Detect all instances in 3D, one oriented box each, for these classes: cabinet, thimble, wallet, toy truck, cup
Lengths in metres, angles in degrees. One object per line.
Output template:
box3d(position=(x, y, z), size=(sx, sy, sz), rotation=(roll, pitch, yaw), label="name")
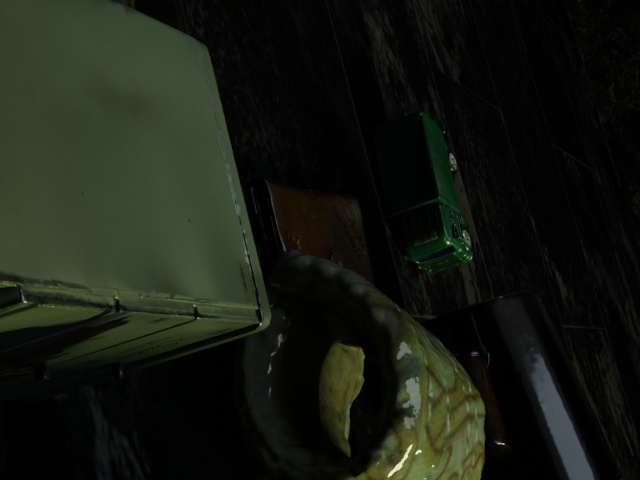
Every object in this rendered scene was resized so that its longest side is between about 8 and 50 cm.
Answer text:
box3d(position=(-0.142, -0.015, 0.515), size=(0.206, 0.145, 0.150), rotation=(13, 61, -65), label="cabinet")
box3d(position=(0.025, 0.106, 0.845), size=(0.143, 0.137, 0.191), rotation=(39, 24, -51), label="thimble")
box3d(position=(0.000, 0.000, 1.015), size=(0.176, 0.026, 0.095), rotation=(9, 67, -66), label="wallet")
box3d(position=(0.105, -0.045, 1.257), size=(0.079, 0.065, 0.147), rotation=(27, 49, -58), label="toy truck")
box3d(position=(0.160, 0.139, 1.058), size=(0.239, 0.166, 0.177), rotation=(119, -45, -72), label="cup")
